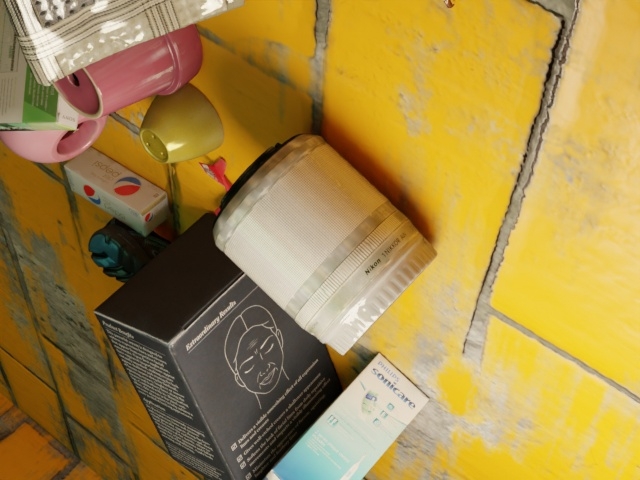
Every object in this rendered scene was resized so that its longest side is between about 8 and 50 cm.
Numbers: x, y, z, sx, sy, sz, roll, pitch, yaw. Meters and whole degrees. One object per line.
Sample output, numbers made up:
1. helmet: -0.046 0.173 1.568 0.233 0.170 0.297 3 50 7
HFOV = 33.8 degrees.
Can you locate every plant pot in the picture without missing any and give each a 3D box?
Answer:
1. plant pot: -0.311 -0.285 1.604 0.201 0.180 0.201 32 147 23
2. plant pot: -0.238 -0.179 1.720 0.134 0.095 0.134 31 147 23

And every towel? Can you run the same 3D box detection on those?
1. towel: -0.244 -0.365 1.303 0.056 0.324 0.312 48 157 39

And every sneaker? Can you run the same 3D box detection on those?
1. sneaker: -0.290 0.079 2.063 0.125 0.139 0.341 -33 102 39

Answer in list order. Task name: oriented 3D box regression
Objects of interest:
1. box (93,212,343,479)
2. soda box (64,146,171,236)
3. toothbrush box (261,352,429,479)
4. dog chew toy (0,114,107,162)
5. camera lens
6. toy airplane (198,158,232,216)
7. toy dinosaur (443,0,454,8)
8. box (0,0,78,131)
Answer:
1. box: -0.170 0.204 1.891 0.212 0.293 0.395 17 138 40
2. soda box: -0.391 -0.096 2.030 0.216 0.074 0.069 30 146 26
3. toothbrush box: 0.028 0.365 1.833 0.126 0.295 0.216 43 151 7
4. dog chew toy: -0.525 -0.294 1.854 0.332 0.206 0.206 47 151 14
5. camera lens: 0.000 0.000 1.511 0.274 0.219 0.219 44 150 5
6. toy airplane: -0.154 -0.079 1.800 0.151 0.028 0.151 30 145 24
7. toy dinosaur: 0.126 -0.308 1.174 0.082 0.047 0.090 61 162 11
8. box: -0.527 -0.296 1.723 0.322 0.232 0.058 3 176 27
